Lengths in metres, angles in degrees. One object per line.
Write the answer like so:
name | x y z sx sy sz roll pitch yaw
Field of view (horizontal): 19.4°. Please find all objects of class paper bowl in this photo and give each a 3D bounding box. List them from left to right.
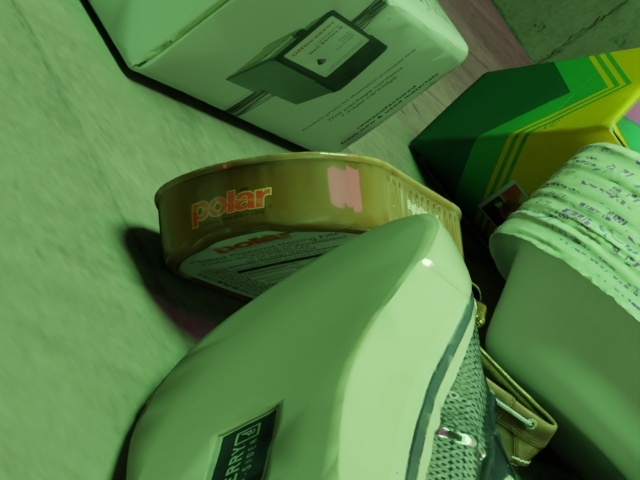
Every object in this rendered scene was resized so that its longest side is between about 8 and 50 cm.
paper bowl | 0.217 0.086 1.183 0.284 0.148 0.284 46 -8 8

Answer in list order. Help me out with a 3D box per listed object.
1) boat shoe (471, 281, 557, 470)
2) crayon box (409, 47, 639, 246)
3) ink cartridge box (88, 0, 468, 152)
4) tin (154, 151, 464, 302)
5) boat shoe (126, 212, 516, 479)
boat shoe | 0.058 0.047 1.007 0.183 0.066 0.066 52 13 -9
crayon box | 0.270 0.028 1.431 0.363 0.106 0.313 51 -15 -15
ink cartridge box | -0.052 -0.183 1.079 0.211 0.121 0.289 58 14 17
tin | 0.000 0.000 0.835 0.190 0.106 0.040 24 53 -64
boat shoe | 0.019 0.116 0.619 0.158 0.127 0.340 58 20 -13
